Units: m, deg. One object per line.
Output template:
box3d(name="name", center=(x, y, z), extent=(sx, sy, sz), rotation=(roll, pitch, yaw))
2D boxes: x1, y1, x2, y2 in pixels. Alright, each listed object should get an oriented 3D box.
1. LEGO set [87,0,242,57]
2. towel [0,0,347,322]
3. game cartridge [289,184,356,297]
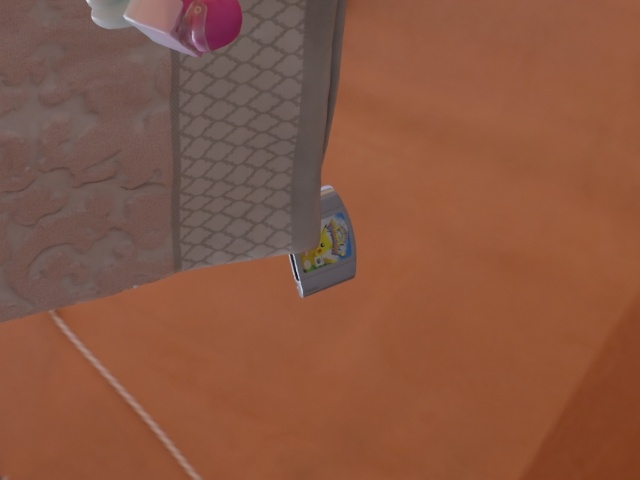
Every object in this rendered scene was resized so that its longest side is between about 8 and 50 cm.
box3d(name="LEGO set", center=(-0.066, -0.132, 0.346), extent=(0.287, 0.107, 0.132), rotation=(12, -90, -67))
box3d(name="towel", center=(-0.137, -0.072, 0.775), extent=(0.317, 0.053, 0.332), rotation=(-13, -37, -16))
box3d(name="game cartridge", center=(0.000, 0.000, 1.181), extent=(0.056, 0.017, 0.083), rotation=(-22, -66, -20))
